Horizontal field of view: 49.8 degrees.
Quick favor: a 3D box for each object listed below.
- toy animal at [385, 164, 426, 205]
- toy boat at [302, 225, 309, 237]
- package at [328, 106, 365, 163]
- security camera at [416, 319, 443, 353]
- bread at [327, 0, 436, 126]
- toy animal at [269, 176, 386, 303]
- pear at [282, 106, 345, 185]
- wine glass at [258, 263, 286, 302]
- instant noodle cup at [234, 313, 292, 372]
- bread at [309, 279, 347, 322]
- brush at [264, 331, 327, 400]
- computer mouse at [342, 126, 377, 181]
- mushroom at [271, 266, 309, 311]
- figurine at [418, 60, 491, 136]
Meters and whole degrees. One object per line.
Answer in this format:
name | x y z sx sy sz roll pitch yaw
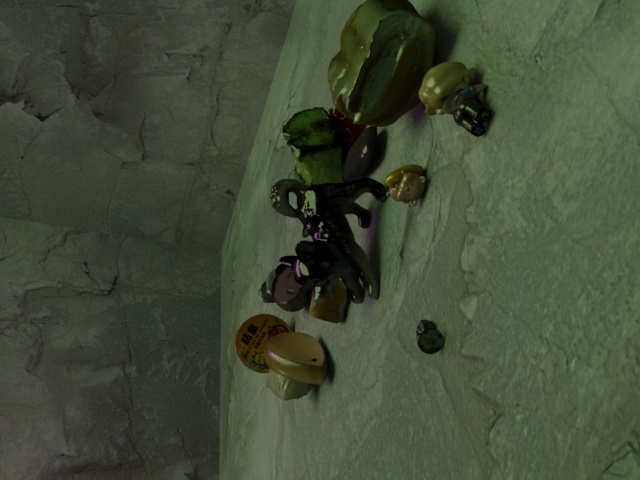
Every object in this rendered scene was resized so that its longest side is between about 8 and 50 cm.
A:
toy animal | 0.199 -0.119 1.617 0.114 0.091 0.082 -64 37 41
toy boat | -0.015 -0.075 2.390 0.229 0.046 0.080 127 149 -57
package | 0.072 -0.350 2.213 0.269 0.071 0.194 -132 39 -65
security camera | 0.219 0.199 1.438 0.092 0.058 0.058 -142 62 -81
bread | 0.157 -0.453 1.724 0.300 0.210 0.341 -61 22 22
toy animal | 0.000 0.000 1.841 0.194 0.303 0.344 136 141 -69
pear | -0.021 -0.260 2.195 0.238 0.164 0.255 -110 7 -45
wine glass | -0.167 0.165 2.675 0.222 0.103 0.103 127 148 -59
instant noodle cup | -0.213 0.394 2.552 0.172 0.216 0.215 116 158 -69
bread | 0.025 0.178 2.005 0.082 0.106 0.125 -124 44 -68
brush | -0.066 0.405 2.124 0.267 0.174 0.166 25 121 55
computer mouse | 0.120 -0.246 1.991 0.232 0.057 0.120 133 153 -68
mushroom | -0.096 0.177 2.413 0.188 0.141 0.117 -96 -12 -47
figurine | 0.286 -0.292 1.418 0.196 0.108 0.114 53 145 44
